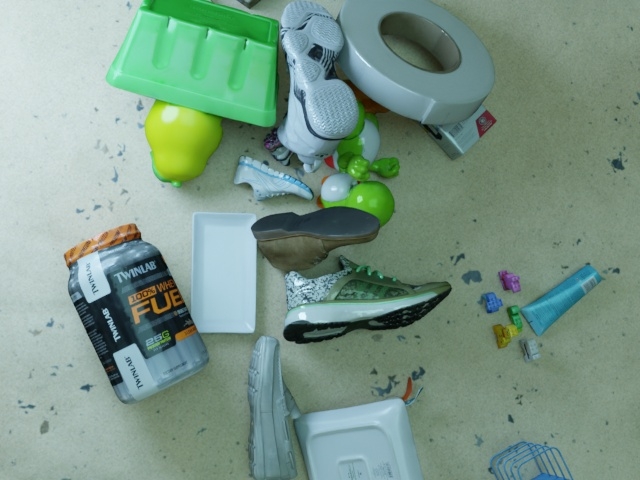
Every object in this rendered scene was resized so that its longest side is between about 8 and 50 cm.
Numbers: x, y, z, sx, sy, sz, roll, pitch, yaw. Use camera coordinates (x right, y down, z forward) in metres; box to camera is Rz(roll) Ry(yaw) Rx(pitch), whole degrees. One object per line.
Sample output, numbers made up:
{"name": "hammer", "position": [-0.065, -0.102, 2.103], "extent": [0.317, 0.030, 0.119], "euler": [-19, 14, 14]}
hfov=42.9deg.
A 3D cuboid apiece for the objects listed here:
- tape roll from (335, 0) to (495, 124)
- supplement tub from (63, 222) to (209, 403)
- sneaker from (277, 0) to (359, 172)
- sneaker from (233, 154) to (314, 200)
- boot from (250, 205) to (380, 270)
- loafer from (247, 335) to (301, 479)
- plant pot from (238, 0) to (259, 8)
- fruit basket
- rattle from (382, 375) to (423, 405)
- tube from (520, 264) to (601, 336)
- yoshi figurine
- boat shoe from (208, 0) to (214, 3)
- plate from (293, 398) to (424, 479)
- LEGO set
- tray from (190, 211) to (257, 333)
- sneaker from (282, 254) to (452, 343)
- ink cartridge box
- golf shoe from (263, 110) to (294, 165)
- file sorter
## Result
{"name": "tape roll", "position": [0.212, -0.424, 1.850], "extent": [0.392, 0.072, 0.392], "euler": [14, 47, -16]}
{"name": "supplement tub", "position": [-0.387, 0.149, 1.692], "extent": [0.207, 0.207, 0.338], "euler": [-26, 89, -13]}
{"name": "sneaker", "position": [-0.030, -0.329, 1.762], "extent": [0.137, 0.210, 0.365], "euler": [-3, 62, -22]}
{"name": "sneaker", "position": [-0.109, -0.120, 1.858], "extent": [0.191, 0.071, 0.083], "euler": [23, 86, 0]}
{"name": "boot", "position": [0.000, 0.000, 1.777], "extent": [0.112, 0.305, 0.115], "euler": [-50, 129, -49]}
{"name": "loafer", "position": [-0.099, 0.367, 1.780], "extent": [0.111, 0.112, 0.319], "euler": [0, 91, -17]}
{"name": "plant pot", "position": [-0.168, -0.601, 1.882], "extent": [0.109, 0.109, 0.096], "euler": [35, 90, -6]}
{"name": "fruit basket", "position": [-0.276, -0.319, 1.784], "extent": [0.392, 0.283, 0.392], "euler": [0, 125, 0]}
{"name": "rattle", "position": [0.173, 0.426, 1.846], "extent": [0.200, 0.130, 0.142], "euler": [-41, 105, -40]}
{"name": "tube", "position": [0.586, 0.140, 1.974], "extent": [0.207, 0.052, 0.080], "euler": [-36, 86, -8]}
{"name": "yoshi figurine", "position": [0.106, -0.172, 1.841], "extent": [0.204, 0.203, 0.362], "euler": [10, 84, -17]}
{"name": "boat shoe", "position": [-0.283, -0.551, 1.876], "extent": [0.045, 0.050, 0.135], "euler": [-43, 93, -18]}
{"name": "plate", "position": [0.081, 0.496, 1.746], "extent": [0.278, 0.045, 0.277], "euler": [-16, 85, 26]}
{"name": "LEGO set", "position": [0.449, 0.187, 1.914], "extent": [0.087, 0.093, 0.227], "euler": [-16, 87, -13]}
{"name": "tray", "position": [-0.217, 0.072, 1.826], "extent": [0.145, 0.030, 0.270], "euler": [2, 83, -12]}
{"name": "sneaker", "position": [0.101, 0.105, 1.840], "extent": [0.410, 0.158, 0.182], "euler": [-7, 67, -17]}
{"name": "ink cartridge box", "position": [0.313, -0.302, 1.955], "extent": [0.127, 0.072, 0.175], "euler": [-44, 93, -13]}
{"name": "golf shoe", "position": [-0.052, -0.257, 1.889], "extent": [0.186, 0.067, 0.086], "euler": [-51, 126, -17]}
{"name": "file sorter", "position": [0.475, 0.526, 1.842], "extent": [0.118, 0.170, 0.104], "euler": [-25, 86, -13]}
